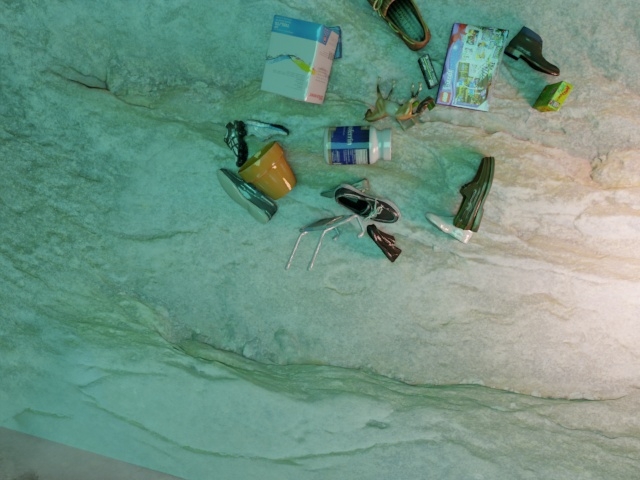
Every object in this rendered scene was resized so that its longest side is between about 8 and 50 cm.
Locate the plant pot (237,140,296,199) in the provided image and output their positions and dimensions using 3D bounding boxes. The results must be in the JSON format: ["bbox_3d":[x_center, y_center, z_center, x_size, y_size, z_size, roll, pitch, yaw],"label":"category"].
[{"bbox_3d":[-0.206,-0.277,1.834,0.205,0.205,0.188,-34,112,16],"label":"plant pot"}]

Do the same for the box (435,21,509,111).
[{"bbox_3d":[0.569,-0.653,1.668,0.201,0.057,0.293,12,106,6],"label":"box"}]

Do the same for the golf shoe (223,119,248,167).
[{"bbox_3d":[-0.366,-0.412,1.886,0.094,0.077,0.198,3,98,20],"label":"golf shoe"}]

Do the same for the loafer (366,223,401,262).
[{"bbox_3d":[0.271,-0.002,1.859,0.078,0.080,0.220,-39,124,4],"label":"loafer"}]

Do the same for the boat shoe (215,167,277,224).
[{"bbox_3d":[-0.323,-0.209,1.929,0.319,0.116,0.099,44,64,4],"label":"boat shoe"}]

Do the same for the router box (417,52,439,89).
[{"bbox_3d":[0.411,-0.643,1.679,0.038,0.092,0.122,-22,100,14],"label":"router box"}]

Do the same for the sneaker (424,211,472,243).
[{"bbox_3d":[0.535,-0.075,1.823,0.212,0.080,0.094,30,95,-6],"label":"sneaker"}]

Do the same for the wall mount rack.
[{"bbox_3d":[0.000,0.000,1.775,0.304,0.350,0.130,-28,100,-27],"label":"wall mount rack"}]

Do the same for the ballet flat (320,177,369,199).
[{"bbox_3d":[0.105,-0.202,1.853,0.213,0.072,0.068,-17,95,12],"label":"ballet flat"}]

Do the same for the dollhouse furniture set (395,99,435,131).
[{"bbox_3d":[0.377,-0.509,1.756,0.152,0.058,0.076,-29,106,34],"label":"dollhouse furniture set"}]

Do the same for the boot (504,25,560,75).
[{"bbox_3d":[0.797,-0.690,1.608,0.219,0.082,0.106,29,110,3],"label":"boot"}]

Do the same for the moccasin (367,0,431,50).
[{"bbox_3d":[0.264,-0.869,1.616,0.139,0.147,0.380,-32,97,16],"label":"moccasin"}]

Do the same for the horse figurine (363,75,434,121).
[{"bbox_3d":[0.297,-0.532,1.706,0.264,0.066,0.174,19,102,25],"label":"horse figurine"}]

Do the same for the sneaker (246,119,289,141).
[{"bbox_3d":[-0.223,-0.454,1.853,0.191,0.071,0.082,14,113,14],"label":"sneaker"}]

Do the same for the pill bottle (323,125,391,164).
[{"bbox_3d":[0.151,-0.380,1.759,0.265,0.153,0.153,0,104,9],"label":"pill bottle"}]

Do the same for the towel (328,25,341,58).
[{"bbox_3d":[0.051,-0.779,1.737,0.067,0.029,0.119,0,103,11],"label":"towel"}]

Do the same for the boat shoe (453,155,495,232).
[{"bbox_3d":[0.606,-0.189,1.741,0.105,0.111,0.307,14,92,11],"label":"boat shoe"}]

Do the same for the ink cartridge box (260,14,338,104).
[{"bbox_3d":[-0.078,-0.679,1.680,0.197,0.198,0.269,19,108,14],"label":"ink cartridge box"}]

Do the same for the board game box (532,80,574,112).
[{"bbox_3d":[0.837,-0.517,1.593,0.043,0.181,0.092,28,107,1],"label":"board game box"}]

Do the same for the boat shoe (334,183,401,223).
[{"bbox_3d":[0.198,-0.134,1.805,0.307,0.104,0.113,27,120,-17],"label":"boat shoe"}]
